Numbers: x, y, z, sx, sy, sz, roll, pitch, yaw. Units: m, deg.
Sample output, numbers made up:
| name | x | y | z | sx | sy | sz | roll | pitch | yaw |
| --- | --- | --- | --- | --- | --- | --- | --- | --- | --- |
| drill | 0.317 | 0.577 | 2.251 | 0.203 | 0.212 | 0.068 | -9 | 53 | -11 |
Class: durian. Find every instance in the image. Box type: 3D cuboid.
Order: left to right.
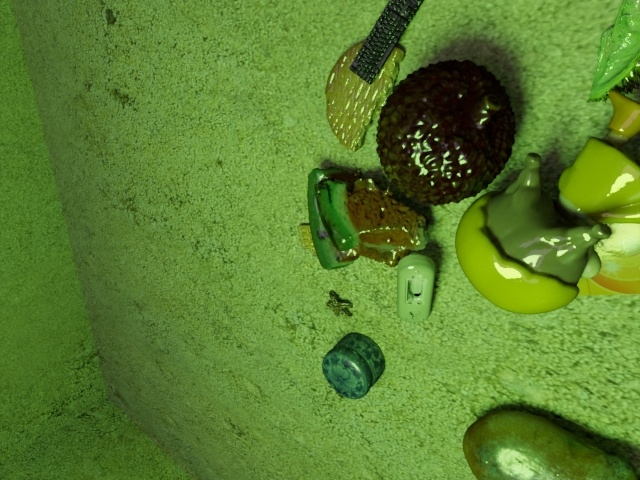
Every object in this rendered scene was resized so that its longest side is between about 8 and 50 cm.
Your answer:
| name | x | y | z | sx | sy | sz | roll | pitch | yaw |
| --- | --- | --- | --- | --- | --- | --- | --- | --- | --- |
| durian | 0.436 | -0.292 | 0.561 | 0.100 | 0.086 | 0.215 | 32 | 130 | 41 |

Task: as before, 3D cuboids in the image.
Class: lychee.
| name | x | y | z | sx | sy | sz | roll | pitch | yaw |
| --- | --- | --- | --- | --- | --- | --- | --- | --- | --- |
| lychee | 0.202 | -0.172 | 0.706 | 0.235 | 0.236 | 0.271 | 57 | 164 | 4 |

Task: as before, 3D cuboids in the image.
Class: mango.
| name | x | y | z | sx | sy | sz | roll | pitch | yaw |
| --- | --- | --- | --- | --- | --- | --- | --- | --- | --- |
| mango | 0.450 | 0.456 | 0.839 | 0.317 | 0.146 | 0.192 | -5 | 85 | 39 |

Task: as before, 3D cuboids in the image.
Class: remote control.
| name | x | y | z | sx | sy | sz | roll | pitch | yaw |
| --- | --- | --- | --- | --- | --- | --- | --- | --- | --- |
| remote control | 0.207 | 0.113 | 0.902 | 0.078 | 0.042 | 0.221 | 0 | 136 | 9 |

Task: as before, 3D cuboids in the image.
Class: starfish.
| name | x | y | z | sx | sy | sz | roll | pitch | yaw |
| --- | --- | --- | --- | --- | --- | --- | --- | --- | --- |
| starfish | 0.046 | 0.178 | 1.128 | 0.091 | 0.028 | 0.078 | -3 | 110 | 45 |

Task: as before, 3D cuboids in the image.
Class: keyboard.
| name | x | y | z | sx | sy | sz | roll | pitch | yaw |
| --- | --- | --- | --- | --- | --- | --- | --- | --- | --- |
| keyboard | 0.126 | -0.395 | 0.774 | 0.060 | 0.018 | 0.195 | 42 | 118 | 15 |

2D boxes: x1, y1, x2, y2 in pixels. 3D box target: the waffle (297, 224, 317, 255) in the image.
| name | x | y | z | sx | sy | sz | roll | pitch | yaw |
| --- | --- | --- | --- | --- | --- | --- | --- | --- | --- |
| waffle | 0.000 | 0.000 | 1.086 | 0.135 | 0.021 | 0.092 | 0 | 110 | 39 |

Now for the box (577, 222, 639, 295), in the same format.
| name | x | y | z | sx | sy | sz | roll | pitch | yaw |
| --- | --- | --- | --- | --- | --- | --- | --- | --- | --- |
| box | 0.483 | 0.018 | 0.686 | 0.269 | 0.043 | 0.152 | -9 | 104 | 42 |

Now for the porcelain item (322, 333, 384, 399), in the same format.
| name | x | y | z | sx | sy | sz | roll | pitch | yaw |
| --- | --- | --- | --- | --- | --- | --- | --- | --- | --- |
| porcelain item | 0.086 | 0.339 | 1.111 | 0.147 | 0.114 | 0.147 | 18 | 122 | 32 |

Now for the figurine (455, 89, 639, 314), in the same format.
| name | x | y | z | sx | sy | sz | roll | pitch | yaw |
| --- | --- | --- | --- | --- | --- | --- | --- | --- | --- |
| figurine | 0.362 | -0.042 | 0.625 | 0.343 | 0.187 | 0.215 | -52 | 40 | 27 |

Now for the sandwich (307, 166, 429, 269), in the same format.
| name | x | y | z | sx | sy | sz | roll | pitch | yaw |
| --- | --- | --- | --- | --- | --- | --- | --- | --- | --- |
| sandwich | 0.089 | -0.028 | 0.902 | 0.301 | 0.162 | 0.250 | 9 | 110 | 34 |

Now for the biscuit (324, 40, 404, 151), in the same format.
| name | x | y | z | sx | sy | sz | roll | pitch | yaw |
| --- | --- | --- | --- | --- | --- | --- | --- | --- | --- |
| biscuit | 0.076 | -0.312 | 0.868 | 0.145 | 0.033 | 0.224 | 37 | 124 | 20 |
